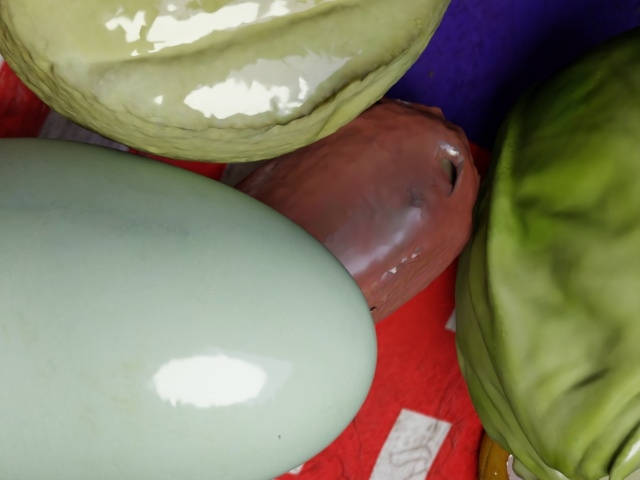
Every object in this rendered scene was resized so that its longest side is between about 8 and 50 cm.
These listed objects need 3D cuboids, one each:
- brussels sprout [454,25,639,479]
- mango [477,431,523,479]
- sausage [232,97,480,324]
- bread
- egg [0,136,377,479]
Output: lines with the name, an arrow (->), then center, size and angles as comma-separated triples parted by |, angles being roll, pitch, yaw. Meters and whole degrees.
brussels sprout -> 0.271, 0.015, 0.987 | 0.342, 0.425, 0.361 | -13, 79, -8
mango -> 0.184, 0.213, 1.208 | 0.077, 0.063, 0.127 | -37, 131, -60
sausage -> 0.000, 0.000, 0.945 | 0.279, 0.152, 0.152 | -38, 126, -15
bread -> -0.061, -0.199, 0.774 | 0.320, 0.237, 0.321 | -4, 98, -26
egg -> -0.149, 0.054, 0.772 | 0.370, 0.230, 0.230 | 7, 112, 7
